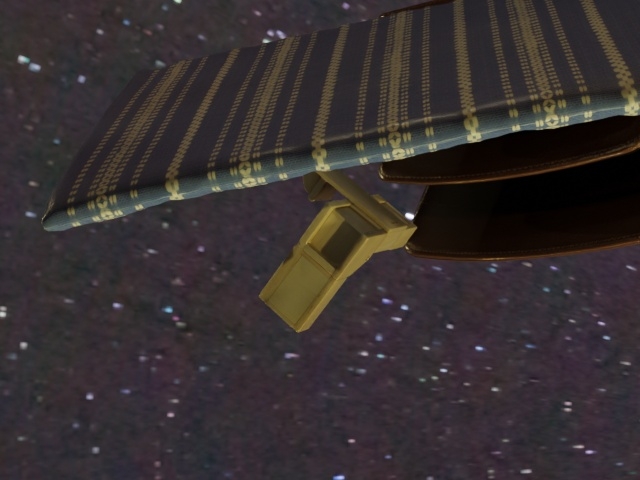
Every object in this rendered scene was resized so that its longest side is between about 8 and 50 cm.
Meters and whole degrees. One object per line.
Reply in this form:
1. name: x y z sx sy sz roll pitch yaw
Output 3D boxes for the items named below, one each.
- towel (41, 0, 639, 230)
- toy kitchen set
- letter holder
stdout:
1. towel: 0.035 -0.081 0.717 0.336 0.243 0.040 -11 -69 8
2. toy kitchen set: 0.000 0.000 0.785 0.068 0.083 0.075 42 -70 16
3. letter holder: 0.176 -0.107 1.175 0.302 0.152 0.214 -5 -125 45
